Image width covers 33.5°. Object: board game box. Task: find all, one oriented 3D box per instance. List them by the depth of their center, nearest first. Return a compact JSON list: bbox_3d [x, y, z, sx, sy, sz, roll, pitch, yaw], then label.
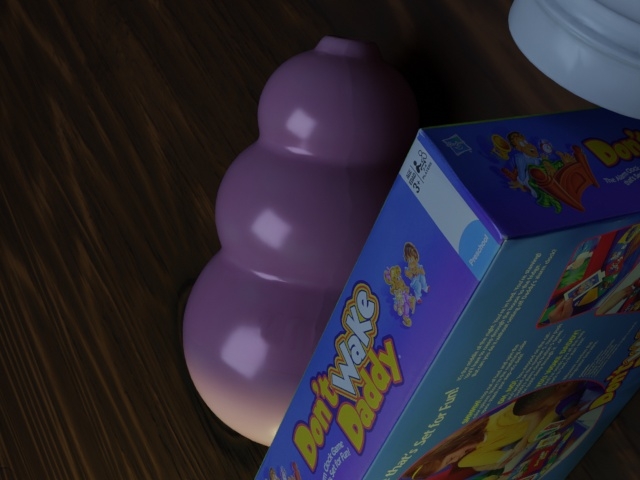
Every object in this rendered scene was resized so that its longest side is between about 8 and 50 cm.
[{"bbox_3d":[0.111,0.073,0.665,0.078,0.233,0.347,58,142,32],"label":"board game box"}]

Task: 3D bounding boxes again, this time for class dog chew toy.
[{"bbox_3d":[0.000,0.000,0.875,0.207,0.207,0.331,28,114,53],"label":"dog chew toy"}]

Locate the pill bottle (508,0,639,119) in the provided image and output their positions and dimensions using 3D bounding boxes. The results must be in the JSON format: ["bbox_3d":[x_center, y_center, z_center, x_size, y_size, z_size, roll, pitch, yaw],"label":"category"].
[{"bbox_3d":[0.203,-0.218,0.484,0.181,0.181,0.323,56,141,35],"label":"pill bottle"}]
